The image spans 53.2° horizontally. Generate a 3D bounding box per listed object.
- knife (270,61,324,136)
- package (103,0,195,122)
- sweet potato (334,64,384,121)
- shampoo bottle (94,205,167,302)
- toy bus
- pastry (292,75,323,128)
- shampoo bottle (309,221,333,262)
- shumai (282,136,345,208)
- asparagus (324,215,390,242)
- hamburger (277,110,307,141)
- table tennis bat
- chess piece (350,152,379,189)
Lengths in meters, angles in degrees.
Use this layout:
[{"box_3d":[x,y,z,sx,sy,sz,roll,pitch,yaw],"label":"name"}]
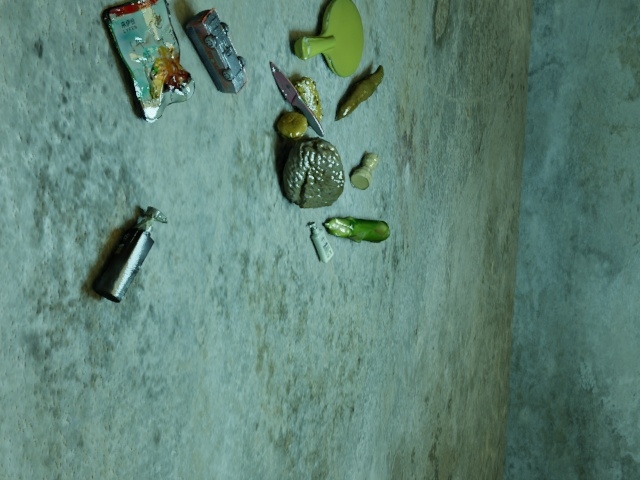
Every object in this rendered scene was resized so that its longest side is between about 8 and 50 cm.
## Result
[{"box_3d":[-0.063,-0.369,1.690,0.247,0.035,0.018,51,15,-27],"label":"knife"},{"box_3d":[-0.338,-0.372,1.306,0.166,0.040,0.232,-41,126,-44],"label":"package"},{"box_3d":[0.123,-0.453,1.953,0.274,0.067,0.067,-50,134,-31],"label":"sweet potato"},{"box_3d":[-0.380,0.024,1.296,0.063,0.057,0.208,50,56,-47],"label":"shampoo bottle"},{"box_3d":[-0.228,-0.418,1.425,0.065,0.077,0.192,-61,142,-32],"label":"toy bus"},{"box_3d":[-0.034,-0.380,1.740,0.080,0.056,0.140,-40,134,-36],"label":"pastry"},{"box_3d":[0.000,0.000,1.874,0.049,0.034,0.141,-48,133,-31],"label":"shampoo bottle"},{"box_3d":[-0.017,-0.201,1.741,0.176,0.166,0.206,-91,-170,-57],"label":"shumai"},{"box_3d":[0.129,-0.035,2.019,0.343,0.085,0.082,6,115,-58],"label":"asparagus"},{"box_3d":[-0.074,-0.302,1.681,0.044,0.076,0.083,97,13,-61],"label":"hamburger"},{"box_3d":[0.034,-0.566,1.815,0.368,0.054,0.224,-40,128,-51],"label":"table tennis bat"},{"box_3d":[0.145,-0.223,2.028,0.122,0.066,0.066,-61,141,-38],"label":"chess piece"}]
